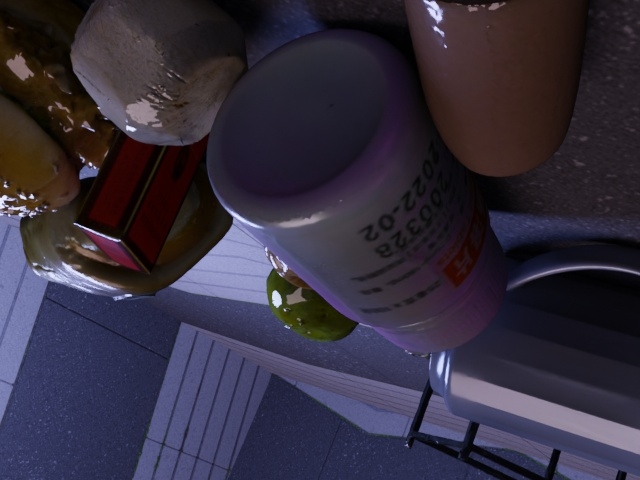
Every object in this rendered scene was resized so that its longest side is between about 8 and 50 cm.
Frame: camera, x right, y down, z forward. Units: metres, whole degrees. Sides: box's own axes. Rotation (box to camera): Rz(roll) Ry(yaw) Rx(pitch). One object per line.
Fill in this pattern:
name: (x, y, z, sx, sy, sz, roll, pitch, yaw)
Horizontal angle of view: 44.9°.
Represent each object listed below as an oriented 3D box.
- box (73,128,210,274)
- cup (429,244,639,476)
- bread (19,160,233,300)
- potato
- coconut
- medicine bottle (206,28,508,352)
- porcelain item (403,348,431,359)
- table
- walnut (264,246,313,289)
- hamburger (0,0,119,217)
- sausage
box: (-0.209, -0.093, 0.972, 0.074, 0.240, 0.153, 18, 163, 11)
cup: (0.331, 0.132, 1.027, 0.326, 0.237, 0.323, 16, 133, 24)
bread: (-0.298, -0.009, 1.262, 0.300, 0.210, 0.341, -14, -179, -35)
potato: (-0.003, 0.086, 1.388, 0.186, 0.148, 0.253, -10, 138, -2)
coconut: (-0.165, -0.184, 0.774, 0.162, 0.161, 0.161, 40, 169, 19)
medicine bottle: (0.065, -0.027, 0.844, 0.219, 0.219, 0.388, 12, 160, 34)
porcelain item: (0.279, 0.261, 1.767, 0.081, 0.069, 0.215, 0, 157, 44)
table: (0.383, 0.328, 1.443, 0.335, 0.272, 0.222, 27, 163, -14)
walnut: (0.000, 0.000, 1.149, 0.184, 0.155, 0.155, 32, 162, -37)
hamburger: (-0.388, -0.174, 0.948, 0.287, 0.268, 0.445, 13, 160, 21)
sausage: (0.131, -0.142, 0.569, 0.123, 0.123, 0.253, 17, 164, 22)
